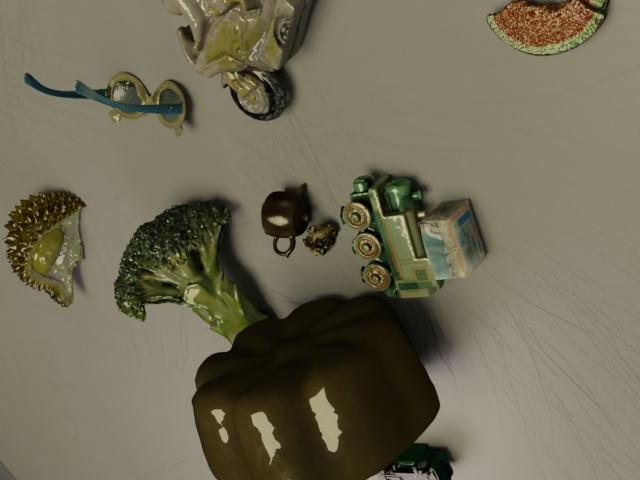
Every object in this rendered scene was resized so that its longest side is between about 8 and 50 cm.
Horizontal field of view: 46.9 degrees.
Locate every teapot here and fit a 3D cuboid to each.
[{"bbox_3d":[-0.049,-0.032,1.184,0.068,0.076,0.121,8,87,26],"label":"teapot"}]

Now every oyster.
[{"bbox_3d":[-0.001,0.002,1.201,0.054,0.019,0.083,7,148,-10],"label":"oyster"}]

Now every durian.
[{"bbox_3d":[-0.614,0.019,1.643,0.172,0.167,0.306,50,141,45],"label":"durian"}]

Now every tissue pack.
[{"bbox_3d":[0.184,-0.002,1.030,0.059,0.074,0.094,-5,114,43],"label":"tissue pack"}]

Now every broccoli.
[{"bbox_3d":[-0.221,0.112,1.364,0.252,0.221,0.361,-20,110,7],"label":"broccoli"}]

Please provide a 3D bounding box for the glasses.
[{"bbox_3d":[-0.340,-0.250,1.194,0.190,0.221,0.088,17,89,31],"label":"glasses"}]

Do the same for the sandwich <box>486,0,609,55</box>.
[{"bbox_3d":[0.255,-0.244,0.833,0.135,0.029,0.067,9,119,35],"label":"sandwich"}]

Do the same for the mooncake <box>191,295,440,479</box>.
[{"bbox_3d":[-0.018,0.234,1.152,0.379,0.378,0.200,-14,105,43],"label":"mooncake"}]

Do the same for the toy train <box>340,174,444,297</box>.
[{"bbox_3d":[0.110,-0.007,1.086,0.125,0.081,0.193,-6,113,29],"label":"toy train"}]

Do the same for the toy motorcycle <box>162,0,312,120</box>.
[{"bbox_3d":[-0.120,-0.326,1.014,0.223,0.108,0.340,31,141,9],"label":"toy motorcycle"}]

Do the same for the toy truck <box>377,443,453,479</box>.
[{"bbox_3d":[0.168,0.415,1.335,0.147,0.079,0.065,-14,109,44],"label":"toy truck"}]
